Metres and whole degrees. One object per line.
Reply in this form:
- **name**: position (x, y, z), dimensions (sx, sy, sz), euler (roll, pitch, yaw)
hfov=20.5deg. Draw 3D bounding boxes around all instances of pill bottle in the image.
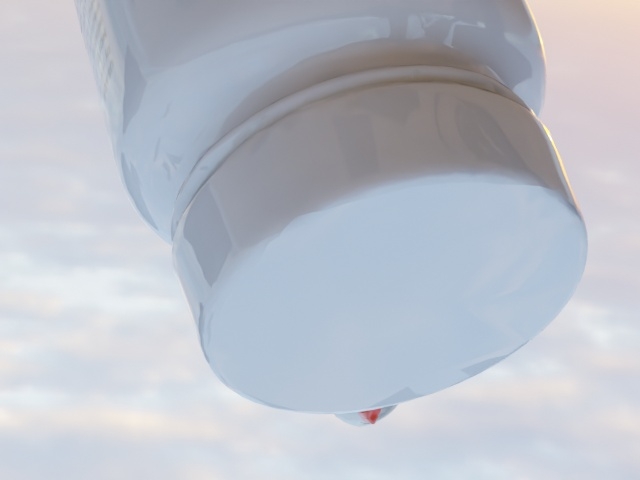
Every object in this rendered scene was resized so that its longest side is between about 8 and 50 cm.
- **pill bottle**: position (-0.010, -0.088, 0.664), dimensions (0.160, 0.160, 0.283), euler (-1, -128, -23)

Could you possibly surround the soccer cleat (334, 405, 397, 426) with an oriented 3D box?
- **soccer cleat**: position (0.000, 0.000, 0.846), dimensions (0.068, 0.196, 0.076), euler (-25, -150, -30)
